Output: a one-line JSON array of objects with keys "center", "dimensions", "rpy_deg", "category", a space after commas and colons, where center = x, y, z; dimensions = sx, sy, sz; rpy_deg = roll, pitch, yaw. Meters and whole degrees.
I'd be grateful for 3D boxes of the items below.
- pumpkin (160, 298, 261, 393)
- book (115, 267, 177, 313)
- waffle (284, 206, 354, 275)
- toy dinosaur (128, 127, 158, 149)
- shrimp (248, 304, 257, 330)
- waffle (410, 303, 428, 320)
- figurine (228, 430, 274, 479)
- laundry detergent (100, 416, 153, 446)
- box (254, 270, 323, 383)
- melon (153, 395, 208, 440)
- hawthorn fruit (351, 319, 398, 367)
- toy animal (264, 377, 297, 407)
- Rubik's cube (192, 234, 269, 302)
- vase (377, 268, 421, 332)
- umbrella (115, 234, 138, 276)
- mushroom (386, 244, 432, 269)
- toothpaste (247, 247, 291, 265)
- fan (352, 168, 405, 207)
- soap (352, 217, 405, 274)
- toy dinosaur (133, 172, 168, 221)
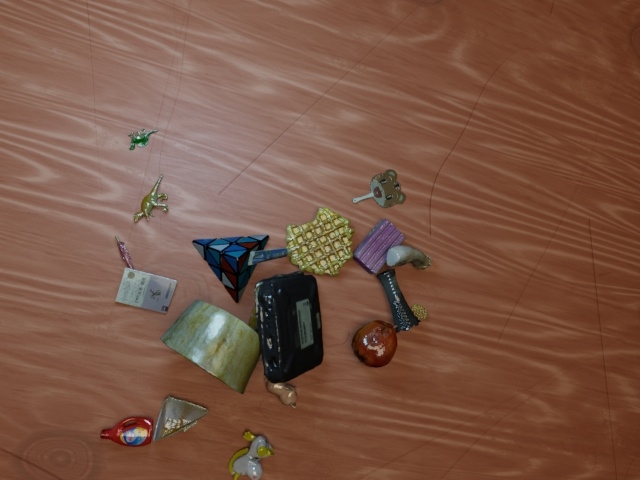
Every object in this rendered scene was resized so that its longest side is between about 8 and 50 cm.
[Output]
[{"center": [-0.338, 0.343, 1.536], "dimensions": [0.332, 0.332, 0.199], "rpy_deg": [39, 74, -9], "category": "pumpkin"}, {"center": [-0.615, 0.178, 1.622], "dimensions": [0.182, 0.014, 0.127], "rpy_deg": [18, 89, -15], "category": "book"}, {"center": [0.000, 0.000, 1.768], "dimensions": [0.291, 0.051, 0.291], "rpy_deg": [1, 85, -7], "category": "waffle"}, {"center": [-0.640, -0.370, 1.656], "dimensions": [0.120, 0.029, 0.060], "rpy_deg": [-26, 109, -19], "category": "toy dinosaur"}, {"center": [-0.182, 0.293, 1.716], "dimensions": [0.161, 0.049, 0.166], "rpy_deg": [38, 80, -6], "category": "shrimp"}, {"center": [0.395, 0.303, 1.872], "dimensions": [0.085, 0.016, 0.078], "rpy_deg": [-41, 93, -13], "category": "waffle"}, {"center": [-0.252, 0.791, 1.658], "dimensions": [0.129, 0.109, 0.178], "rpy_deg": [27, 80, 16], "category": "figurine"}, {"center": [-0.665, 0.656, 1.576], "dimensions": [0.165, 0.049, 0.097], "rpy_deg": [5, 79, -12], "category": "laundry detergent"}, {"center": [-0.093, 0.292, 1.613], "dimensions": [0.091, 0.350, 0.359], "rpy_deg": [-7, 88, 27], "category": "box"}, {"center": [-0.501, 0.609, 1.599], "dimensions": [0.202, 0.093, 0.139], "rpy_deg": [-23, 85, -19], "category": "melon"}, {"center": [0.207, 0.393, 1.754], "dimensions": [0.173, 0.173, 0.179], "rpy_deg": [26, 60, -11], "category": "hawthorn fruit"}, {"center": [-0.144, 0.555, 1.696], "dimensions": [0.150, 0.083, 0.089], "rpy_deg": [42, 91, 3], "category": "toy animal"}, {"center": [-0.297, 0.128, 1.644], "dimensions": [0.284, 0.250, 0.234], "rpy_deg": [-5, 107, -19], "category": "Rubik's cube"}, {"center": [0.299, 0.234, 1.814], "dimensions": [0.115, 0.115, 0.237], "rpy_deg": [-22, 88, -14], "category": "vase"}, {"center": [-0.683, 0.058, 1.617], "dimensions": [0.027, 0.025, 0.165], "rpy_deg": [-25, 96, -29], "category": "umbrella"}, {"center": [0.354, 0.067, 1.810], "dimensions": [0.223, 0.081, 0.092], "rpy_deg": [5, 102, -40], "category": "mushroom"}, {"center": [-0.180, 0.052, 1.657], "dimensions": [0.197, 0.035, 0.057], "rpy_deg": [-10, 126, -47], "category": "toothpaste"}, {"center": [0.231, -0.192, 1.863], "dimensions": [0.227, 0.008, 0.152], "rpy_deg": [-21, 93, -15], "category": "fan"}, {"center": [0.229, 0.025, 1.821], "dimensions": [0.122, 0.065, 0.203], "rpy_deg": [44, 78, -9], "category": "soap"}, {"center": [-0.612, -0.151, 1.640], "dimensions": [0.126, 0.039, 0.162], "rpy_deg": [-11, 88, -13], "category": "toy dinosaur"}]
